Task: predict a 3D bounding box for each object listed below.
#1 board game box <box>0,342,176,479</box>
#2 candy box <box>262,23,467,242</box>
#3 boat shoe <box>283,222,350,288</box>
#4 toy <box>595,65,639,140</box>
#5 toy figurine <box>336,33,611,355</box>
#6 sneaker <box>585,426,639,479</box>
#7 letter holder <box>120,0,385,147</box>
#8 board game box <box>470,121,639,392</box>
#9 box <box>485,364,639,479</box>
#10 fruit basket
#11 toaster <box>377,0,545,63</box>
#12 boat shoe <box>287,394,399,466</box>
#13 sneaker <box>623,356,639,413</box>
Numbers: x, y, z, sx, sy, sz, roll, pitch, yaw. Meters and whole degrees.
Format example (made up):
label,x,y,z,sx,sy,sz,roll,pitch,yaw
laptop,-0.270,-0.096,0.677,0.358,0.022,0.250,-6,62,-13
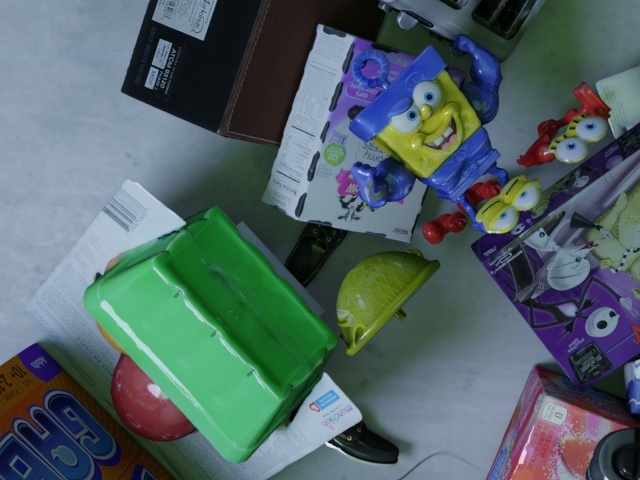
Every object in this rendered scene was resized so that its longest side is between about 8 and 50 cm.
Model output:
label,x,y,z,sx,sy,sz,roll,pitch,yaw
board game box,-0.346,0.384,1.397,0.356,0.356,0.356,-45,92,9
candy box,0.047,-0.109,1.400,0.164,0.070,0.196,10,102,-39
boat shoe,0.000,0.000,1.477,0.049,0.040,0.142,31,99,1
toy,0.422,-0.142,1.414,0.237,0.056,0.137,-20,88,2
toy figurine,0.086,-0.085,1.336,0.362,0.191,0.217,-43,99,-5
sneaker,0.389,0.246,1.300,0.267,0.106,0.101,15,63,3
letter holder,-0.046,-0.261,1.408,0.152,0.214,0.302,25,100,34
board game box,0.349,-0.018,1.346,0.346,0.056,0.208,-37,121,8
box,0.245,0.307,1.440,0.142,0.154,0.300,21,97,1
fruit basket,-0.145,0.120,1.412,0.327,0.353,0.165,47,56,-1
toaster,0.149,-0.290,1.360,0.168,0.110,0.186,23,105,-36
boat shoe,0.029,0.215,1.498,0.133,0.049,0.042,24,107,6
sneaker,0.474,0.176,1.337,0.315,0.127,0.182,-9,83,9
